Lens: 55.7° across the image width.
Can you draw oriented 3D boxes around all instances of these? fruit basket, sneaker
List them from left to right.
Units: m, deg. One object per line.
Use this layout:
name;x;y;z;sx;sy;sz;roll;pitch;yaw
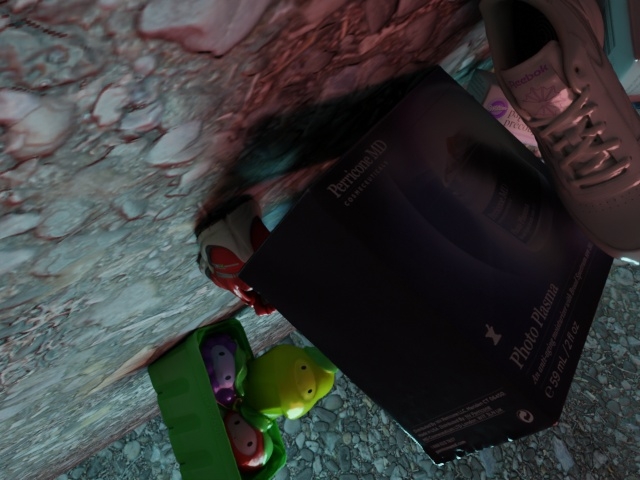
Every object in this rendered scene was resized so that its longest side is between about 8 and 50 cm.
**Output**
sneaker;-0.092;0.046;0.781;0.107;0.118;0.279;-32;170;-7
fruit basket;-0.148;0.350;1.363;0.392;0.392;0.283;-36;170;13
sneaker;0.234;-0.111;0.578;0.152;0.305;0.114;-17;171;-45

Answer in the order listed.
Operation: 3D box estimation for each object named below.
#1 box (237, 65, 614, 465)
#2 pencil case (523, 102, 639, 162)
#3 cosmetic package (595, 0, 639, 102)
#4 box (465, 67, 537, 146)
box;0.128;0.015;0.653;0.296;0.294;0.183;-48;180;-41
pencil case;0.303;-0.161;0.956;0.410;0.160;0.183;-36;180;12
cosmetic package;0.525;-0.272;0.679;0.384;0.156;0.217;-7;177;13
box;0.347;-0.153;0.821;0.323;0.067;0.063;11;122;-16
